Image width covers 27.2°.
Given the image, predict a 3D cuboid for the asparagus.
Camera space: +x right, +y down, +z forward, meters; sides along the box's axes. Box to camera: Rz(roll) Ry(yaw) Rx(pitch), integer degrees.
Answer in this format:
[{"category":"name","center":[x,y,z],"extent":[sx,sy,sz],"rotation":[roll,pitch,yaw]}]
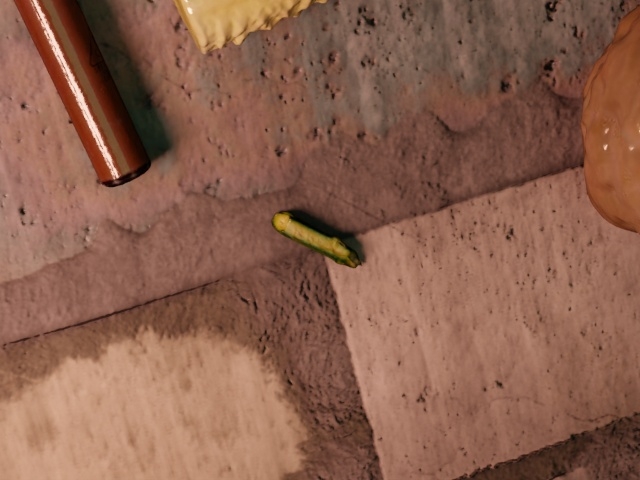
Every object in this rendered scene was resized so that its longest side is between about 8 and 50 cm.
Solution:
[{"category":"asparagus","center":[0.000,0.001,1.364],"extent":[0.108,0.021,0.025],"rotation":[28,91,-15]}]

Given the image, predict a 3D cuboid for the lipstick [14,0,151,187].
[{"category":"lipstick","center":[-0.257,-0.219,1.255],"extent":[0.057,0.057,0.356],"rotation":[-26,103,-8]}]

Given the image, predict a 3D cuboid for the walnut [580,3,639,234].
[{"category":"walnut","center":[0.380,-0.122,1.325],"extent":[0.273,0.227,0.273],"rotation":[-3,103,-13]}]

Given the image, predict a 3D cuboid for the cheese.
[{"category":"cheese","center":[-0.064,-0.265,1.274],"extent":[0.167,0.094,0.123],"rotation":[-25,113,-4]}]
